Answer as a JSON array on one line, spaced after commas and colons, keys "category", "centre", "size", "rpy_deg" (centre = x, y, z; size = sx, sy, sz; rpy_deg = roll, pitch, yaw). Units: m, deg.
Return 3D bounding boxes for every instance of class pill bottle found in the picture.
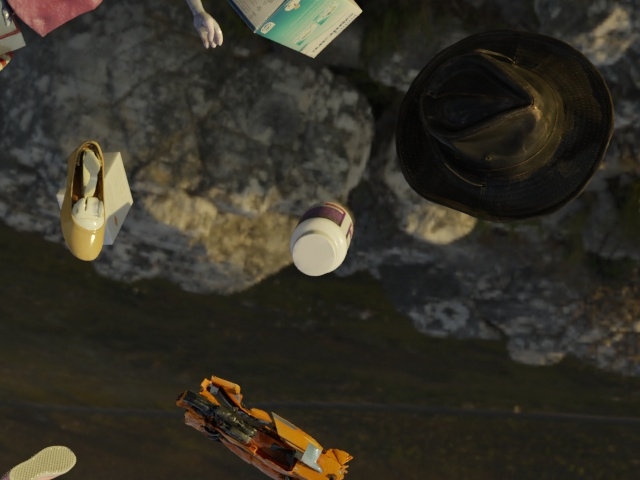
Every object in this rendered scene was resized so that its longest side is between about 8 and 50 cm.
[{"category": "pill bottle", "centre": [0.000, 0.000, 1.830], "size": [0.108, 0.108, 0.193], "rpy_deg": [6, -164, 6]}]

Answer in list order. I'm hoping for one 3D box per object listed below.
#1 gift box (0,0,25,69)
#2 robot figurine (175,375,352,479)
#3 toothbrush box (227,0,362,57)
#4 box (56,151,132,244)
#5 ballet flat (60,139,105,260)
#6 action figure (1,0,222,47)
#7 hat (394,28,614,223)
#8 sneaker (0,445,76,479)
[{"category": "gift box", "centre": [-0.673, -0.410, 1.668], "size": [0.255, 0.276, 0.258], "rpy_deg": [-21, 159, -10]}, {"category": "robot figurine", "centre": [-0.098, 0.314, 1.558], "size": [0.291, 0.085, 0.211], "rpy_deg": [31, 159, 3]}, {"category": "toothbrush box", "centre": [-0.077, -0.430, 1.564], "size": [0.126, 0.216, 0.295], "rpy_deg": [-42, 172, 16]}, {"category": "box", "centre": [-0.468, -0.088, 2.030], "size": [0.091, 0.170, 0.130], "rpy_deg": [-2, 123, 8]}, {"category": "ballet flat", "centre": [-0.419, -0.078, 1.730], "size": [0.080, 0.232, 0.073], "rpy_deg": [7, 147, -30]}, {"category": "action figure", "centre": [-0.254, -0.406, 1.271], "size": [0.370, 0.275, 0.248], "rpy_deg": [-14, 158, -2]}, {"category": "hat", "centre": [0.246, -0.190, 1.398], "size": [0.331, 0.331, 0.134], "rpy_deg": [-3, 161, 23]}, {"category": "sneaker", "centre": [-0.481, 0.390, 1.634], "size": [0.070, 0.051, 0.134], "rpy_deg": [-39, 166, 36]}]
